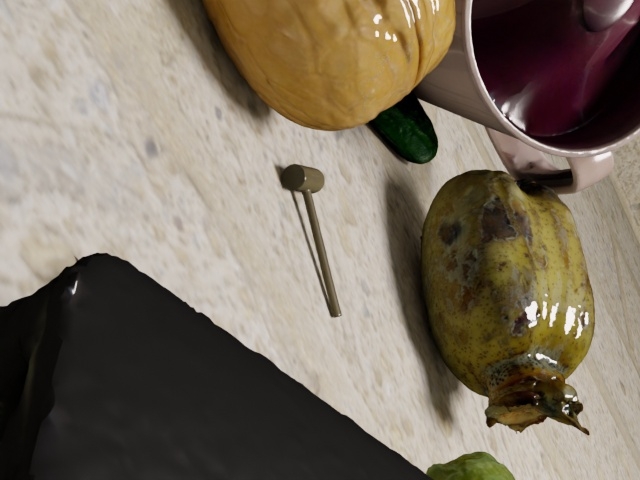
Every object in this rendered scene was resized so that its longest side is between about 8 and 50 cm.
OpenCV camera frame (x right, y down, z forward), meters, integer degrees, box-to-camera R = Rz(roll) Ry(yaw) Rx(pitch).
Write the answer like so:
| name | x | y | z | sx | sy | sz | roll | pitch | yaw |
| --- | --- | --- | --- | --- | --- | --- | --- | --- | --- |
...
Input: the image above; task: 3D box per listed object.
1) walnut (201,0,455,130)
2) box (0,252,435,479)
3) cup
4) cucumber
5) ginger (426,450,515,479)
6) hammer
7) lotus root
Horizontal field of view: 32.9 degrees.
| name | x | y | z | sx | sy | sz | roll | pitch | yaw |
| --- | --- | --- | --- | --- | --- | --- | --- | --- | --- |
| walnut | 0.002 | -0.176 | 0.731 | 0.165 | 0.165 | 0.197 | -66 | 137 | -62 |
| box | -0.004 | 0.211 | 0.383 | 0.350 | 0.091 | 0.359 | 40 | 34 | -34 |
| cup | 0.188 | -0.187 | 0.970 | 0.288 | 0.208 | 0.273 | 37 | 1 | -26 |
| cucumber | 0.046 | -0.131 | 0.951 | 0.284 | 0.056 | 0.056 | 37 | 38 | -60 |
| ginger | 0.081 | 0.233 | 0.623 | 0.137 | 0.089 | 0.290 | 32 | 36 | 11 |
| hammer | 0.000 | 0.000 | 0.761 | 0.035 | 0.019 | 0.110 | 2 | 71 | -67 |
| lotus root | 0.160 | 0.060 | 0.929 | 0.154 | 0.154 | 0.278 | 45 | 30 | -48 |
